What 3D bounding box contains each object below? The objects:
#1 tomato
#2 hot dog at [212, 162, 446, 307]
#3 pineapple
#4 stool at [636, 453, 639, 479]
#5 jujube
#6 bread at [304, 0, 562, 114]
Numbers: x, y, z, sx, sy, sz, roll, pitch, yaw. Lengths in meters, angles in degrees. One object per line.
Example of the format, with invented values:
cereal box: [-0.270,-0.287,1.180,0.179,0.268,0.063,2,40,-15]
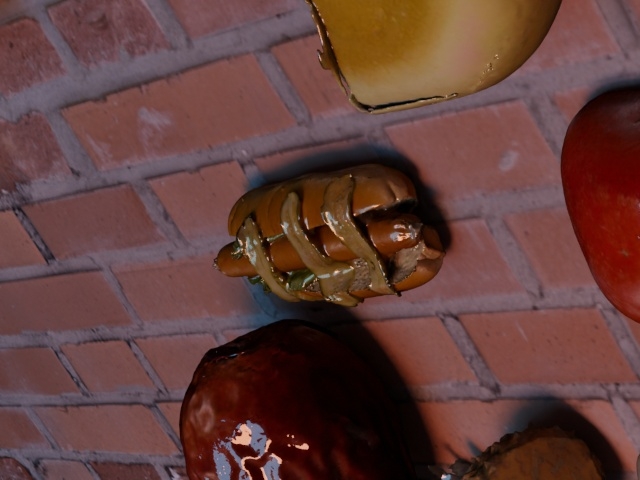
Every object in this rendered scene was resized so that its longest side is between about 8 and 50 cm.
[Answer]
tomato: [0.217,-0.005,1.126,0.166,0.082,0.174,9,129,46]
hot dog: [0.000,0.000,1.421,0.269,0.072,0.109,-10,115,54]
pineapple: [0.145,0.219,1.462,0.125,0.125,0.251,46,160,5]
stool: [0.346,0.216,1.123,0.243,0.170,0.270,26,143,35]
jujube: [-0.015,0.185,1.532,0.183,0.183,0.243,-3,120,53]
bread: [0.080,-0.183,1.050,0.156,0.158,0.261,34,147,5]
